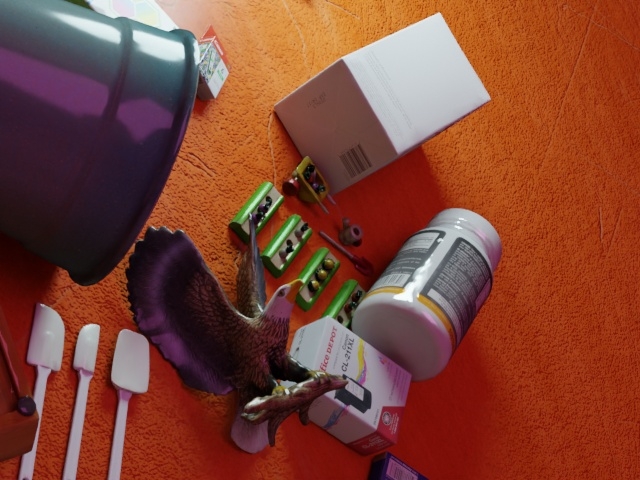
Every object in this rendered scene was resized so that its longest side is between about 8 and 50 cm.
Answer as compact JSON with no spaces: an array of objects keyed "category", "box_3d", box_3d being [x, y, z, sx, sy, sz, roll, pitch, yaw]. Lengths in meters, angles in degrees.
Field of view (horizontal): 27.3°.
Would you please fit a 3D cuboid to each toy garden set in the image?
[{"category":"toy garden set","box_3d":[0.000,0.000,2.003,0.244,0.049,0.204,49,44,-13]}]

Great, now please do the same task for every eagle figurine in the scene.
[{"category":"eagle figurine","box_3d":[-0.102,0.115,1.782,0.298,0.225,0.226,46,-9,27]}]

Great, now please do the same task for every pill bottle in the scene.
[{"category":"pill bottle","box_3d":[0.173,0.078,2.041,0.162,0.162,0.278,51,44,-11]}]

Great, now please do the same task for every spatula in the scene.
[{"category":"spatula","box_3d":[-0.295,0.208,1.640,0.168,0.019,0.242,24,54,-34]}]

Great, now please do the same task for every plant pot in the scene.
[{"category":"plant pot","box_3d":[-0.370,-0.159,1.558,0.334,0.341,0.341,22,55,-25]}]

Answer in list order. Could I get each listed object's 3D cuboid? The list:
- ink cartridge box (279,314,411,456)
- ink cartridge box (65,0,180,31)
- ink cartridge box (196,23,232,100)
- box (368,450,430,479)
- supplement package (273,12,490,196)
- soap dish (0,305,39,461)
[{"category":"ink cartridge box","box_3d":[0.037,0.211,1.909,0.175,0.072,0.127,36,49,-24]},{"category":"ink cartridge box","box_3d":[-0.272,-0.296,1.896,0.209,0.062,0.109,48,43,-14]},{"category":"ink cartridge box","box_3d":[-0.164,-0.272,1.993,0.063,0.029,0.115,61,37,-37]},{"category":"box","box_3d":[0.110,0.432,1.887,0.136,0.036,0.225,37,46,-22]},{"category":"supplement package","box_3d":[0.105,-0.221,2.125,0.293,0.177,0.175,-33,92,-46]},{"category":"soap dish","box_3d":[-0.451,0.123,1.465,0.229,0.118,0.291,-12,76,-46]}]
